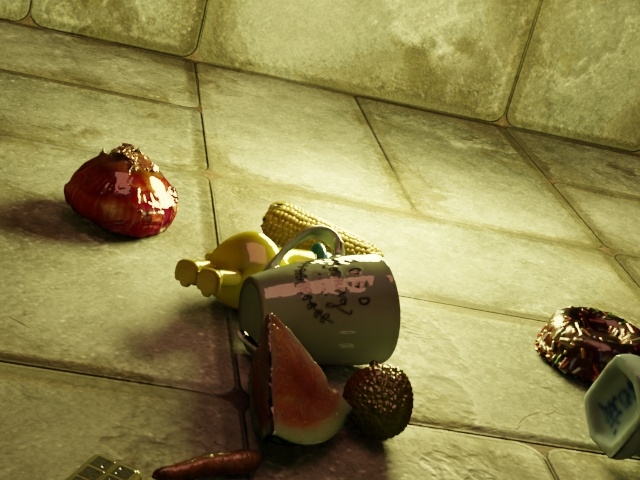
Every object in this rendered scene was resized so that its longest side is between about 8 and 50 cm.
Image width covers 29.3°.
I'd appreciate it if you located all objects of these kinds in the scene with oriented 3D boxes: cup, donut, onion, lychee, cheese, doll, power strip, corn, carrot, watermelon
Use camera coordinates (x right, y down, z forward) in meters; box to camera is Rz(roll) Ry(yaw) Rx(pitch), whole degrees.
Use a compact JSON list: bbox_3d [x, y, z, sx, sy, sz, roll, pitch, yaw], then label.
[{"bbox_3d":[-0.016,0.088,2.062,0.234,0.186,0.258,0,56,-21],"label":"cup"},{"bbox_3d":[0.529,0.201,2.332,0.235,0.089,0.235,15,22,-6],"label":"donut"},{"bbox_3d":[-0.379,-0.109,2.388,0.230,0.163,0.230,18,13,-4],"label":"onion"},{"bbox_3d":[0.091,0.244,1.885,0.114,0.114,0.146,8,33,-19],"label":"lychee"},{"bbox_3d":[-0.072,0.189,1.912,0.162,0.036,0.086,44,7,-31],"label":"cheese"},{"bbox_3d":[-0.105,0.050,2.210,0.199,0.145,0.363,24,15,34],"label":"doll"},{"bbox_3d":[-0.292,0.322,1.544,0.076,0.028,0.169,21,22,12],"label":"power strip"},{"bbox_3d":[0.001,0.001,2.470,0.260,0.091,0.091,25,7,16],"label":"corn"},{"bbox_3d":[-0.154,0.307,1.671,0.165,0.036,0.035,-1,26,-31],"label":"carrot"},{"bbox_3d":[-0.073,0.223,1.793,0.202,0.136,0.207,58,19,-2],"label":"watermelon"}]

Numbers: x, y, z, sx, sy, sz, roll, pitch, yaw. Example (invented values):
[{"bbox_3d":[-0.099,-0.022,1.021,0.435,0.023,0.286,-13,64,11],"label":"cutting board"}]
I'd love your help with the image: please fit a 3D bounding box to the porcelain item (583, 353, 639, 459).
[{"bbox_3d":[0.654,0.272,2.037,0.405,0.243,0.179,0,49,-23],"label":"porcelain item"}]
